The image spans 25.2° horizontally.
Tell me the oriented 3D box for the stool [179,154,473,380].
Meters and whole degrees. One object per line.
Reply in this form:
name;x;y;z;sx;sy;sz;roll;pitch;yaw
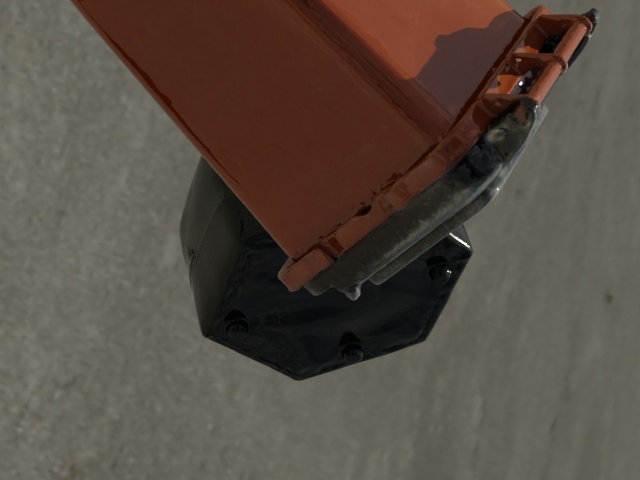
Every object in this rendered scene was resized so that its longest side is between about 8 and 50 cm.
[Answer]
stool;0.000;0.000;1.171;0.232;0.232;0.141;82;-5;-50

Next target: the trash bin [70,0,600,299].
trash bin;0.002;-0.112;0.739;0.184;0.238;0.161;-37;-169;43
